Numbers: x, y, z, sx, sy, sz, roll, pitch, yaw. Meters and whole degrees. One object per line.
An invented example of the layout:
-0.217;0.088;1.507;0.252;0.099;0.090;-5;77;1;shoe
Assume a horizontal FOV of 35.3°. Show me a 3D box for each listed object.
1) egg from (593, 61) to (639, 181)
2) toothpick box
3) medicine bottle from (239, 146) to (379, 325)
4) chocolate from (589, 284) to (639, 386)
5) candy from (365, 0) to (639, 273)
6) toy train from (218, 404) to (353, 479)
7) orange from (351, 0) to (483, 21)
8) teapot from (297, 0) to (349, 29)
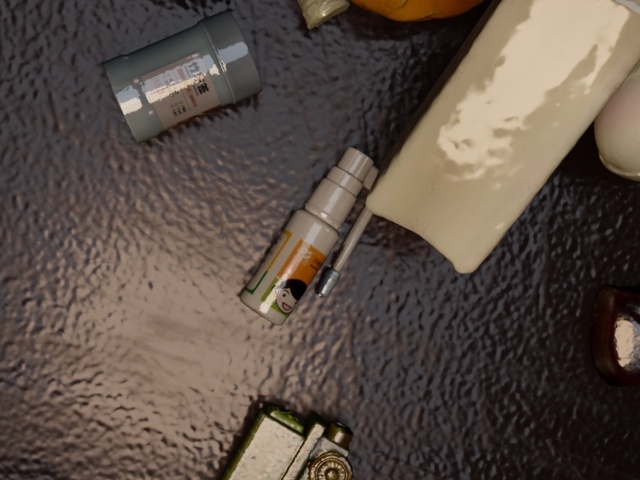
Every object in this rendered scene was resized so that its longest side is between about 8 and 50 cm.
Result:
0.412;-0.157;1.156;0.183;0.183;0.217;40;88;-6;egg
-0.153;-0.182;1.126;0.153;0.101;0.101;-25;94;-5;toothpick box
0.000;0.000;1.173;0.092;0.061;0.220;34;86;-31;medicine bottle
0.394;0.103;1.209;0.149;0.080;0.125;-34;95;-4;chocolate
0.202;-0.157;1.055;0.145;0.208;0.358;33;118;-1;candy
-0.058;0.291;1.152;0.137;0.090;0.225;31;87;-3;toy train
0.115;-0.368;1.109;0.249;0.183;0.249;0;90;-3;orange
-0.008;-0.294;1.169;0.067;0.057;0.083;-35;92;-41;teapot
